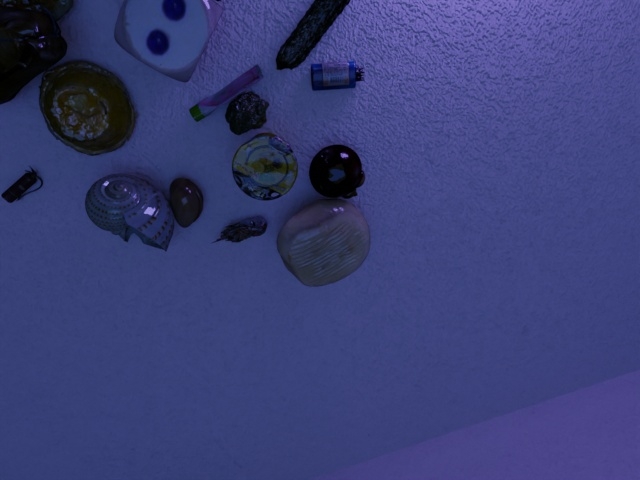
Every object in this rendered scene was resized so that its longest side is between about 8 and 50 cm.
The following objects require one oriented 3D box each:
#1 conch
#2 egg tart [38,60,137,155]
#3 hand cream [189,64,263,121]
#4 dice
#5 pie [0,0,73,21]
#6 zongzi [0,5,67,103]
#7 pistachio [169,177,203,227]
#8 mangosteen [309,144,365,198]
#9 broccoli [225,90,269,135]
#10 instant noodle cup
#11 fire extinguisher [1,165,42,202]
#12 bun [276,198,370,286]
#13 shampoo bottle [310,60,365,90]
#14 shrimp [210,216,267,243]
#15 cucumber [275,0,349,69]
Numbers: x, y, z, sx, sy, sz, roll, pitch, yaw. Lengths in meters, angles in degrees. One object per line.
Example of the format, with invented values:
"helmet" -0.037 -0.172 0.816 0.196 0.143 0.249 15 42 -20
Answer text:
"conch" -0.636 -0.098 1.610 0.302 0.319 0.215 27 78 1
"egg tart" -0.768 -0.421 1.504 0.314 0.120 0.315 -2 114 -5
"hand cream" -0.313 -0.490 1.544 0.275 0.050 0.079 -30 77 9
"dice" -0.442 -0.640 1.365 0.243 0.259 0.251 27 108 -19
"pie" -0.862 -0.785 1.357 0.302 0.067 0.303 -1 115 -3
"zongzi" -0.957 -0.641 1.300 0.403 0.208 0.432 -15 112 29
"pistachio" -0.484 -0.136 1.666 0.124 0.124 0.185 6 118 -9
"mangosteen" 0.069 -0.234 1.654 0.194 0.194 0.230 -46 135 14
"broccoli" -0.243 -0.426 1.553 0.162 0.146 0.138 -33 153 23
"instant noodle cup" -0.186 -0.271 1.568 0.215 0.236 0.216 -2 115 -5
"fire extinguisher" -1.037 -0.190 1.625 0.157 0.045 0.078 -37 141 10
"bun" 0.000 0.000 1.730 0.360 0.213 0.361 -11 127 -15
"shampoo bottle" 0.060 -0.557 1.566 0.182 0.050 0.087 -5 112 -3
"shrimp" -0.310 -0.028 1.757 0.232 0.079 0.090 -20 153 6
"cucumber" -0.019 -0.685 1.475 0.096 0.096 0.359 34 107 -19
